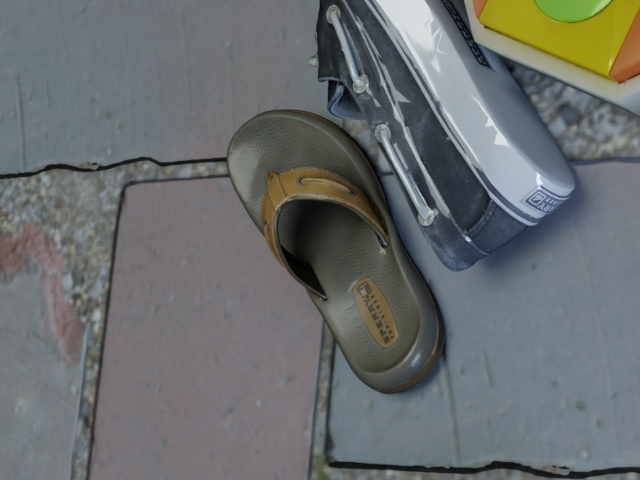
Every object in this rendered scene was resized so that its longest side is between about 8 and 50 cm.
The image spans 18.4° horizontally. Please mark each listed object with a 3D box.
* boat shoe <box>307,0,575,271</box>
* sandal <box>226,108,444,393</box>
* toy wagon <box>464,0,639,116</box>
[{"bbox_3d":[0.040,-0.116,1.194,0.102,0.108,0.301,-40,64,22],"label":"boat shoe"},{"bbox_3d":[0.000,0.000,1.216,0.090,0.060,0.219,-41,57,23],"label":"sandal"},{"bbox_3d":[0.207,-0.248,1.115,0.267,0.068,0.344,29,97,39],"label":"toy wagon"}]
